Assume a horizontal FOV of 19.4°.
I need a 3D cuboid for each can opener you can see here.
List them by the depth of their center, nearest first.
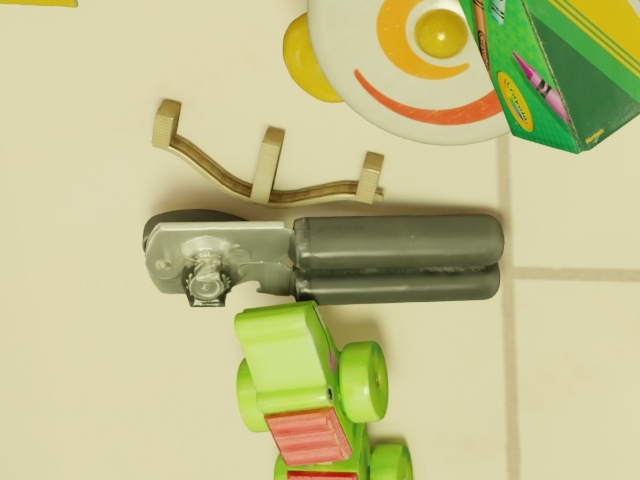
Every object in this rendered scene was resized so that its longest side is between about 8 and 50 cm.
[{"bbox_3d":[0.000,0.000,1.486,0.283,0.095,0.076,-1,131,-3],"label":"can opener"}]

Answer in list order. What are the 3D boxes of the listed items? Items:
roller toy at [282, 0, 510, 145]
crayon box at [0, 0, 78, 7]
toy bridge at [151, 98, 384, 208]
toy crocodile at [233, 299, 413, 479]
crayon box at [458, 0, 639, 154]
[{"bbox_3d":[0.089,-0.171,1.313,0.209,0.146,0.191,16,123,2],"label":"roller toy"},{"bbox_3d":[-0.271,-0.327,1.328,0.202,0.081,0.318,4,121,8],"label":"crayon box"},{"bbox_3d":[-0.041,-0.057,1.481,0.188,0.026,0.063,15,125,2],"label":"toy bridge"},{"bbox_3d":[0.005,0.176,1.548,0.115,0.105,0.340,-4,135,13],"label":"toy crocodile"},{"bbox_3d":[0.218,-0.201,1.212,0.278,0.081,0.165,-35,117,-19],"label":"crayon box"}]
